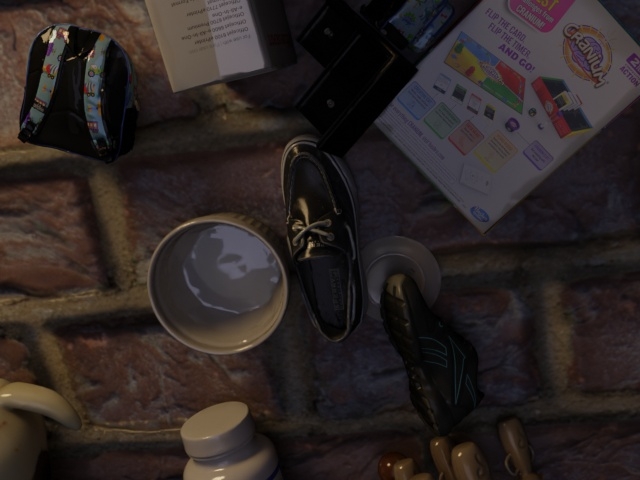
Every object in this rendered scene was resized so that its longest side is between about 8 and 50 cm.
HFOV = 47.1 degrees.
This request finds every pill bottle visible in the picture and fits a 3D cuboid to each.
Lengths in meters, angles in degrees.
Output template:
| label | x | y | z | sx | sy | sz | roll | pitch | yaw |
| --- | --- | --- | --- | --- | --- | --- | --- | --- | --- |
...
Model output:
| label | x | y | z | sx | sy | sz | roll | pitch | yaw |
| --- | --- | --- | --- | --- | --- | --- | --- | --- | --- |
| pill bottle | -0.127 | 0.401 | 1.160 | 0.152 | 0.152 | 0.272 | -15 | 103 | 10 |

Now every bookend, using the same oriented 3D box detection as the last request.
| label | x | y | z | sx | sy | sz | roll | pitch | yaw |
| --- | --- | --- | --- | --- | --- | --- | --- | --- | --- |
| bookend | 0.016 | -0.223 | 0.976 | 0.156 | 0.072 | 0.157 | -47 | 67 | 17 |

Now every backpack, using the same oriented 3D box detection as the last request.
| label | x | y | z | sx | sy | sz | roll | pitch | yaw |
| --- | --- | --- | --- | --- | --- | --- | --- | --- | --- |
| backpack | -0.329 | -0.211 | 1.026 | 0.158 | 0.117 | 0.173 | 14 | 107 | 3 |
| backpack | 0.125 | -0.309 | 0.959 | 0.084 | 0.105 | 0.114 | 34 | 106 | -27 |

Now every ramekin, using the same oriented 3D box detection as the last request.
| label | x | y | z | sx | sy | sz | roll | pitch | yaw |
| --- | --- | --- | --- | --- | --- | --- | --- | --- | --- |
| ramekin | -0.141 | 0.055 | 1.086 | 0.207 | 0.109 | 0.207 | 2 | 105 | 6 |

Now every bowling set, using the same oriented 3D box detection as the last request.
| label | x | y | z | sx | sy | sz | roll | pitch | yaw |
| --- | --- | --- | --- | --- | --- | --- | --- | --- | --- |
| bowling set | 0.194 | 0.389 | 1.124 | 0.200 | 0.287 | 0.154 | -22 | 85 | 52 |

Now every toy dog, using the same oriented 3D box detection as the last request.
| label | x | y | z | sx | sy | sz | roll | pitch | yaw |
| --- | --- | --- | --- | --- | --- | --- | --- | --- | --- |
| toy dog | -0.508 | 0.440 | 1.179 | 0.395 | 0.284 | 0.408 | -28 | 103 | -5 |

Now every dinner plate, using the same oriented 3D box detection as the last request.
| label | x | y | z | sx | sy | sz | roll | pitch | yaw |
| --- | --- | --- | --- | --- | --- | --- | --- | --- | --- |
| dinner plate | 0.112 | 0.062 | 1.109 | 0.141 | 0.017 | 0.141 | 1 | 106 | 4 |

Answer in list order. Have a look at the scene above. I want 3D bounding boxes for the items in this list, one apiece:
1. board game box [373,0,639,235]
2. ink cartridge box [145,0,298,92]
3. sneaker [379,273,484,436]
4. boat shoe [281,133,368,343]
| label | x | y | z | sx | sy | sz | roll | pitch | yaw |
| --- | --- | --- | --- | --- | --- | --- | --- | --- | --- |
| board game box | 0.255 | -0.199 | 0.993 | 0.316 | 0.064 | 0.242 | -43 | 98 | 15 |
| ink cartridge box | -0.139 | -0.352 | 0.910 | 0.129 | 0.223 | 0.307 | -13 | 104 | 10 |
| sneaker | 0.168 | 0.160 | 1.098 | 0.106 | 0.101 | 0.267 | -25 | 111 | -13 |
| boat shoe | 0.000 | 0.000 | 1.052 | 0.108 | 0.102 | 0.301 | -6 | 102 | 15 |
